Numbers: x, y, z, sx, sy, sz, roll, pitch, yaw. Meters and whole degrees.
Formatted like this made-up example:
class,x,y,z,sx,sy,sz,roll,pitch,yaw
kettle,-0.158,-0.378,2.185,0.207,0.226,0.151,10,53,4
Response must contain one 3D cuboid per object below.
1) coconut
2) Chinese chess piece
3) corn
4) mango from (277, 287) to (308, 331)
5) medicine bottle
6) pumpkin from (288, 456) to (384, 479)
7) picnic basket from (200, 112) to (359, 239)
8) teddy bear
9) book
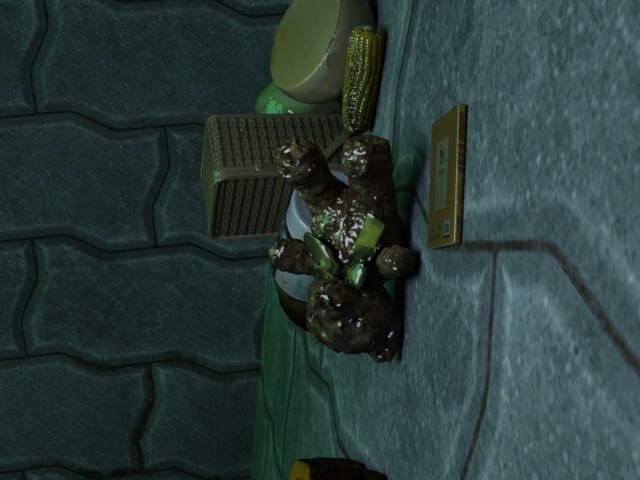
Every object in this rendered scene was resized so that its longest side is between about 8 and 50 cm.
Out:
class,x,y,z,sx,sy,sz,roll,pitch,yaw
coconut,-0.034,-0.295,1.798,0.204,0.235,0.236,30,123,39
Chinese chess piece,0.002,-0.394,1.597,0.250,0.097,0.251,-29,51,44
corn,0.076,-0.294,1.477,0.072,0.071,0.203,-105,19,-64
mango,-0.038,0.118,1.764,0.268,0.111,0.133,80,174,-60
medicine bottle,0.000,0.000,1.522,0.273,0.165,0.165,112,160,-60
pumpkin,0.019,0.471,1.295,0.317,0.139,0.222,141,136,-74
picnic basket,-0.078,-0.125,1.636,0.228,0.312,0.175,109,153,-54
teddy bear,0.023,0.014,1.177,0.296,0.246,0.223,62,-142,-46
book,0.159,-0.077,1.022,0.118,0.012,0.172,158,115,-80
